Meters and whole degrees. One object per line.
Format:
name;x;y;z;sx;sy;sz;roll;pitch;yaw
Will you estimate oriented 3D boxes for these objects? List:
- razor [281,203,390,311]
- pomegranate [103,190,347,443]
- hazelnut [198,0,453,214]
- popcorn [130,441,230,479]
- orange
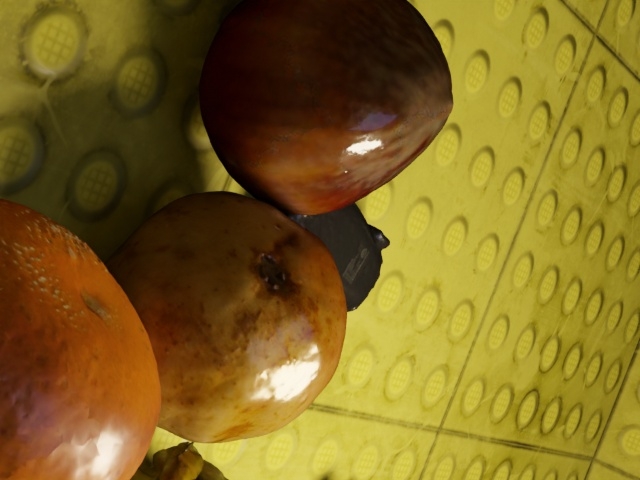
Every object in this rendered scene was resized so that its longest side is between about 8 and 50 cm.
razor;0.004;0.002;1.995;0.189;0.107;0.327;-60;143;-10
pomegranate;-0.164;0.128;1.670;0.410;0.410;0.410;-26;126;-42
hazelnut;0.019;-0.216;1.706;0.409;0.359;0.359;-30;129;-44
popcorn;-0.237;0.501;1.787;0.321;0.290;0.325;-30;100;-26
orange;-0.394;0.155;1.338;0.326;0.424;0.424;-34;144;13
